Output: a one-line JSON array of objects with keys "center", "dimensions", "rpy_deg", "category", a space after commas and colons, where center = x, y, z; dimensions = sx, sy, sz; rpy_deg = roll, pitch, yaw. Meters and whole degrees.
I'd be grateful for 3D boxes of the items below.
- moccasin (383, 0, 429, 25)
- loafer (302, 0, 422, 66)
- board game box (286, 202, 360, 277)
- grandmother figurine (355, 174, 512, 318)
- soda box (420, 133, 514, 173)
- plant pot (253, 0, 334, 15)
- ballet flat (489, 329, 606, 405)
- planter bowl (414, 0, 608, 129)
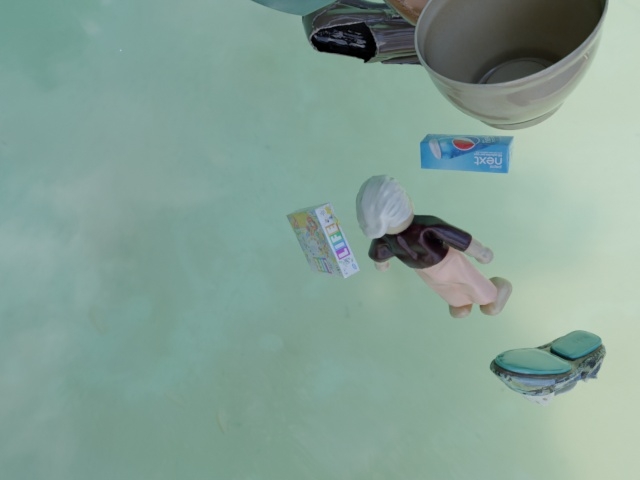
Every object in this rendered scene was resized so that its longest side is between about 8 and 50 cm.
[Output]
[{"center": [0.196, -0.384, 0.522], "dimensions": [0.380, 0.139, 0.147], "rpy_deg": [-32, 148, 34], "category": "moccasin"}, {"center": [0.135, -0.412, 1.115], "dimensions": [0.366, 0.130, 0.133], "rpy_deg": [7, 147, 6], "category": "loafer"}, {"center": [0.000, 0.000, 0.794], "dimensions": [0.026, 0.154, 0.103], "rpy_deg": [-27, 97, -16], "category": "board game box"}, {"center": [0.168, 0.015, 0.866], "dimensions": [0.208, 0.103, 0.342], "rpy_deg": [-20, 135, 33], "category": "grandmother figurine"}, {"center": [0.350, -0.211, 1.293], "dimensions": [0.067, 0.210, 0.071], "rpy_deg": [-48, 138, -49], "category": "soda box"}, {"center": [-0.057, -0.449, 0.783], "dimensions": [0.234, 0.166, 0.165], "rpy_deg": [16, 68, -51], "category": "plant pot"}, {"center": [0.254, 0.148, 0.593], "dimensions": [0.189, 0.070, 0.070], "rpy_deg": [-4, 110, -34], "category": "ballet flat"}, {"center": [0.182, -0.175, 0.513], "dimensions": [0.162, 0.162, 0.109], "rpy_deg": [-43, 143, -2], "category": "planter bowl"}]
